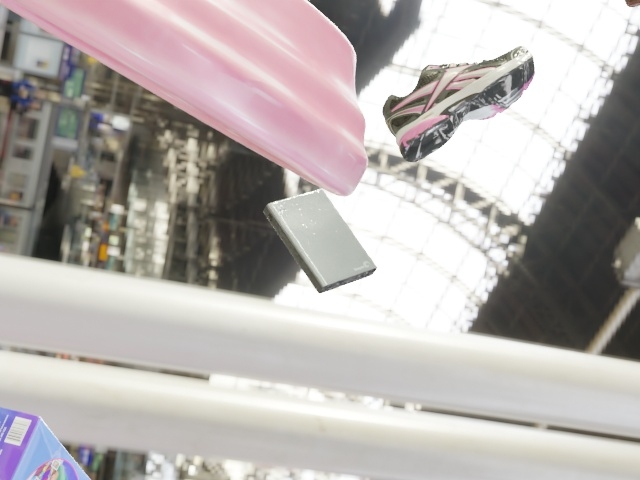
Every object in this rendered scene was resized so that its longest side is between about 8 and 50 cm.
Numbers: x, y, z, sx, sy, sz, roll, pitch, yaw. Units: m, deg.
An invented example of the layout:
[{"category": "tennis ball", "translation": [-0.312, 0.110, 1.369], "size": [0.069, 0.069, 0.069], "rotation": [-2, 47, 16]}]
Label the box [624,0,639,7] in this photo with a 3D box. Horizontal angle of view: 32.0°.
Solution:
[{"category": "box", "translation": [0.375, -0.330, 1.042], "size": [0.168, 0.203, 0.167], "rotation": [-8, -75, 34]}]

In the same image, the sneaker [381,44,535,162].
[{"category": "sneaker", "translation": [0.142, -0.163, 1.172], "size": [0.077, 0.178, 0.072], "rotation": [56, -11, 24]}]

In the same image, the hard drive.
[{"category": "hard drive", "translation": [0.000, 0.000, 1.424], "size": [0.135, 0.094, 0.022], "rotation": [55, -41, 20]}]

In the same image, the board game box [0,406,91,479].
[{"category": "board game box", "translation": [-0.366, 0.385, 1.203], "size": [0.233, 0.078, 0.347], "rotation": [76, 29, -55]}]

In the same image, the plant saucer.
[{"category": "plant saucer", "translation": [-0.106, -0.141, 0.669], "size": [0.084, 0.332, 0.332], "rotation": [-60, -163, 1]}]
